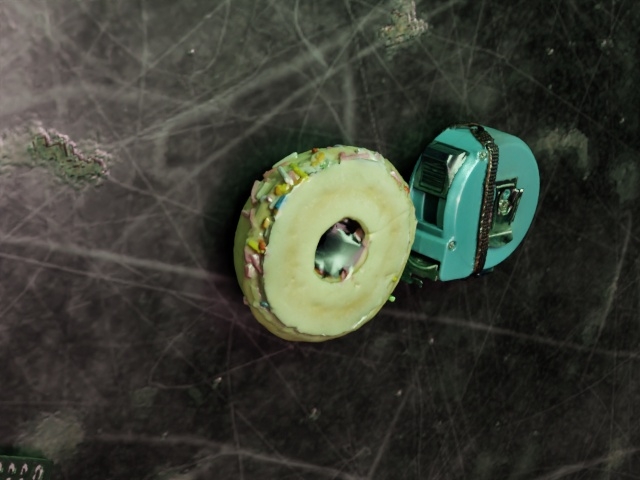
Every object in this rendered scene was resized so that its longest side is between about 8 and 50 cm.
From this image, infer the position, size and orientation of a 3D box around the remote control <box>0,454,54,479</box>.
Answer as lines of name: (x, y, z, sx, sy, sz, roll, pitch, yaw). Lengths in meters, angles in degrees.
remote control: (-0.309, 0.177, 1.076, 0.245, 0.025, 0.063, 13, 100, -38)

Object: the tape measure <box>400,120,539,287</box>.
tape measure: (0.129, -0.034, 1.268, 0.125, 0.081, 0.146, -12, 116, -43)

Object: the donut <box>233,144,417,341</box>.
donut: (0.000, 0.000, 1.197, 0.175, 0.068, 0.174, -15, 116, -33)
